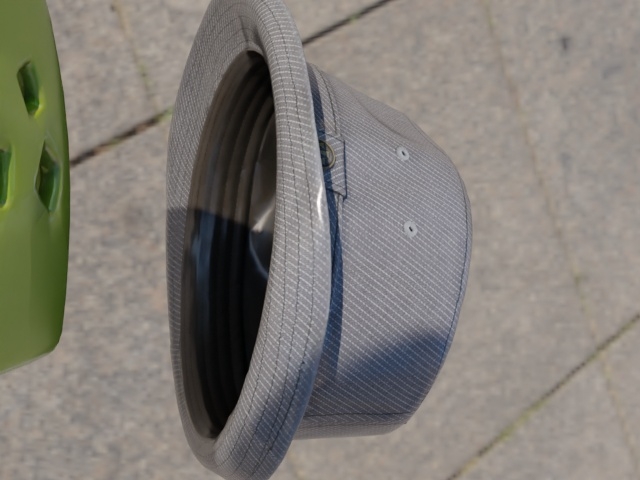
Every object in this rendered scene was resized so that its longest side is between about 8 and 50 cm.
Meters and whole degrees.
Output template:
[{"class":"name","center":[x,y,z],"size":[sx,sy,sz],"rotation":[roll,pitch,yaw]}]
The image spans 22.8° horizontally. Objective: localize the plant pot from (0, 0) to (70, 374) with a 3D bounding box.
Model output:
[{"class":"plant pot","center":[-0.210,-0.070,0.494],"size":[0.228,0.227,0.207],"rotation":[-20,122,-73]}]

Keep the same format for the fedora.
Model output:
[{"class":"fedora","center":[0.000,0.000,0.855],"size":[0.124,0.244,0.275],"rotation":[6,46,-18]}]
